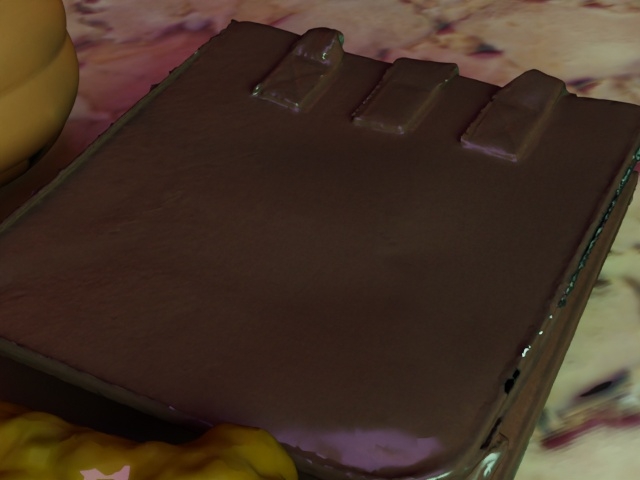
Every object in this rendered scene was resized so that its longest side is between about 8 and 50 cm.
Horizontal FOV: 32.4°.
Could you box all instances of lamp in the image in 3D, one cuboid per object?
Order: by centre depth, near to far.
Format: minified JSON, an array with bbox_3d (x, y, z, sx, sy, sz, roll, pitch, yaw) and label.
[{"bbox_3d":[-0.216,-0.114,0.605,0.164,0.187,0.188,-33,48,-25],"label":"lamp"}]

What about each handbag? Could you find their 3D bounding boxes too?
[{"bbox_3d":[0.000,0.001,0.521,0.260,0.084,0.275,14,45,23],"label":"handbag"}]

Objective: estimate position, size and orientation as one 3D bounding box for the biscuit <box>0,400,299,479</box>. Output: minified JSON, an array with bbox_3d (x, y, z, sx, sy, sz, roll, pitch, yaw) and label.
[{"bbox_3d":[-0.094,0.185,0.306,0.318,0.110,0.312,15,44,23],"label":"biscuit"}]
